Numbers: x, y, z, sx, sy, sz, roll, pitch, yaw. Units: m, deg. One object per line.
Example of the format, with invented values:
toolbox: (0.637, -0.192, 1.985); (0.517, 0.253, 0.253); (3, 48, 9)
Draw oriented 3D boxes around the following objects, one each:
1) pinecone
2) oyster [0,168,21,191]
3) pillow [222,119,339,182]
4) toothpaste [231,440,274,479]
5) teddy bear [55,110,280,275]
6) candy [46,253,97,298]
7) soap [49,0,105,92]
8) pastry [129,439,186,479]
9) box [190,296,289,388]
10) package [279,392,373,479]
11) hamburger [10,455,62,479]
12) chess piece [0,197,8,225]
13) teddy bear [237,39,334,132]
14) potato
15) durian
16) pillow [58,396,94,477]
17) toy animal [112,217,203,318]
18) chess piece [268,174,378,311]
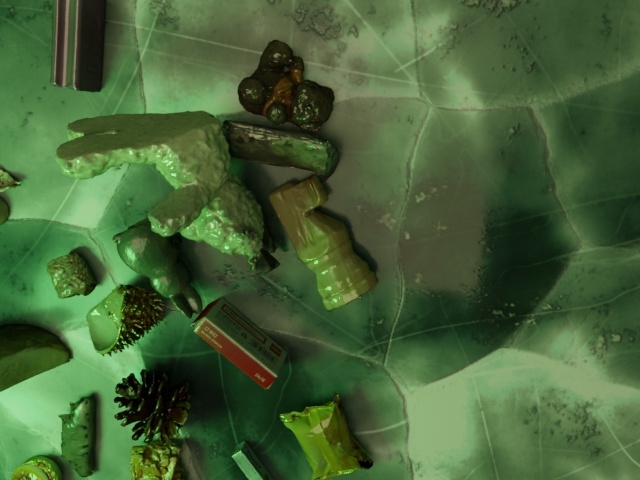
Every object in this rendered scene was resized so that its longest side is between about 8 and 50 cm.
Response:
pinecone: (-0.410, 0.401, 1.375); (0.195, 0.150, 0.179); (38, 110, -1)
oyster: (-0.755, -0.139, 1.341); (0.093, 0.034, 0.051); (35, 88, 8)
pillow: (-0.084, -0.202, 1.213); (0.255, 0.169, 0.059); (12, 73, 3)
toothpaste: (-0.165, 0.595, 1.447); (0.034, 0.046, 0.164); (-32, 98, 14)
teddy bear: (-0.293, -0.073, 1.172); (0.376, 0.327, 0.362); (-10, 123, -8)
candy: (-0.600, 0.090, 1.359); (0.095, 0.085, 0.110); (-23, 89, 2)
soap: (-0.515, -0.423, 1.205); (0.066, 0.122, 0.203); (9, 105, 2)
pastry: (-0.417, 0.636, 1.452); (0.154, 0.102, 0.249); (0, 104, 7)
box: (-0.186, 0.235, 1.328); (0.229, 0.123, 0.050); (40, 108, -5)
package: (0.015, 0.486, 1.383); (0.168, 0.090, 0.226); (-22, 103, 7)
hamburger: (-0.748, 0.636, 1.495); (0.141, 0.081, 0.126); (-20, 100, 11)
chess piece: (-0.794, -0.070, 1.357); (0.084, 0.038, 0.083); (1, 102, 3)
teddy bear: (-0.065, -0.303, 1.190); (0.190, 0.140, 0.177); (24, 63, -2)
potato: (-0.784, 0.297, 1.330); (0.270, 0.255, 0.111); (-5, 104, 7)
durian: (-0.470, 0.188, 1.328); (0.139, 0.144, 0.252); (50, 135, -5)
pillow: (-0.635, 0.510, 1.470); (0.093, 0.051, 0.241); (7, 106, 4)
toy animal: (-0.363, 0.070, 1.303); (0.127, 0.125, 0.251); (-25, 101, -1)
chess piece: (0.000, 0.000, 1.263); (0.137, 0.137, 0.300); (-31, 94, 11)
